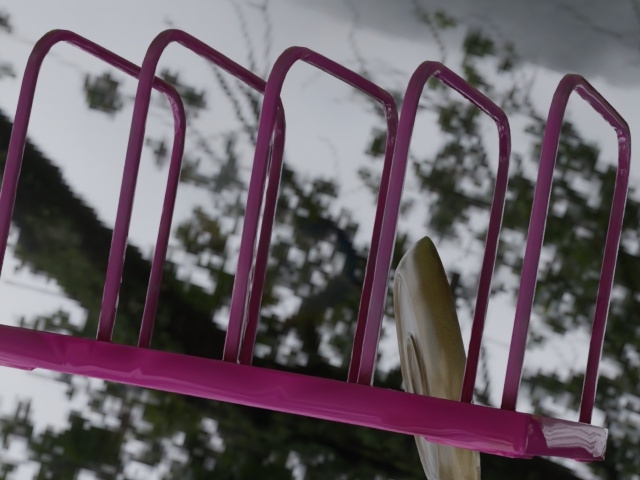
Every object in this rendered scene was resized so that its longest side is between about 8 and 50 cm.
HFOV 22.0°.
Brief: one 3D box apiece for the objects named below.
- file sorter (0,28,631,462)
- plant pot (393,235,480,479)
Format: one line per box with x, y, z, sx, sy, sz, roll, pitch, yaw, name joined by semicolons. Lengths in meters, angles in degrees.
0.000;0.000;0.853;0.291;0.182;0.202;8;175;21;file sorter
0.094;0.115;1.399;0.032;0.236;0.236;-10;-160;-3;plant pot
